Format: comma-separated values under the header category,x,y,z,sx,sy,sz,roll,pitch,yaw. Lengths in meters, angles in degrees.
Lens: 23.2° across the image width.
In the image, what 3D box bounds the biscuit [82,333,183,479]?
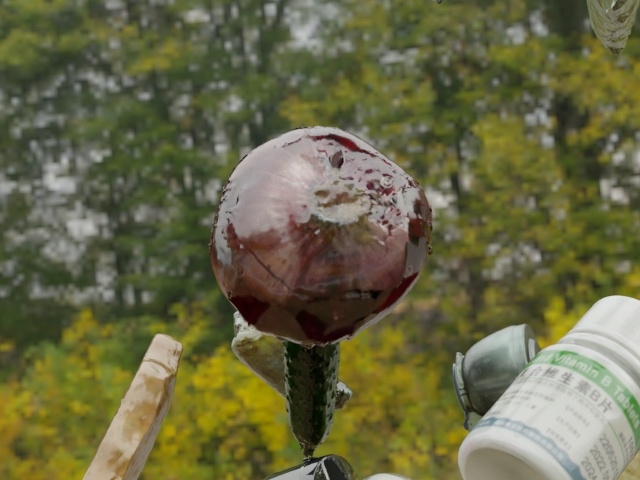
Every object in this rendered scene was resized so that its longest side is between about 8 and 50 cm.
category,x,y,z,sx,sy,sz,roll,pitch,yaw
biscuit,-0.255,0.299,1.807,0.062,0.385,0.365,26,-47,-3

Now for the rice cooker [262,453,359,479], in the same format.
category,x,y,z,sx,sy,sz,roll,pitch,yaw
rice cooker,-0.008,0.286,1.640,0.106,0.112,0.165,-21,-9,6

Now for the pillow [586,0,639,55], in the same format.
category,x,y,z,sx,sy,sz,roll,pitch,yaw
pillow,0.364,-0.392,1.930,0.076,0.281,0.274,2,-4,9

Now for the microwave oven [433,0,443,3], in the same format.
category,x,y,z,sx,sy,sz,roll,pitch,yaw
microwave oven,0.144,-0.399,1.790,0.162,0.122,0.208,31,67,37

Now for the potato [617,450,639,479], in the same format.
category,x,y,z,sx,sy,sz,roll,pitch,yaw
potato,0.421,0.286,1.993,0.285,0.243,0.242,36,14,18

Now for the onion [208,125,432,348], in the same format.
category,x,y,z,sx,sy,sz,roll,pitch,yaw
onion,0.000,0.000,1.737,0.252,0.252,0.219,-5,-22,-4

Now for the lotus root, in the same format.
category,x,y,z,sx,sy,sz,roll,pitch,yaw
lotus root,-0.036,0.157,2.014,0.088,0.192,0.113,-42,25,17

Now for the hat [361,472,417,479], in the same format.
category,x,y,z,sx,sy,sz,roll,pitch,yaw
hat,0.102,0.368,1.827,0.232,0.161,0.275,39,-10,17

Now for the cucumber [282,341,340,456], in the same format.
category,x,y,z,sx,sy,sz,roll,pitch,yaw
cucumber,-0.012,0.159,1.838,0.069,0.227,0.069,1,29,0

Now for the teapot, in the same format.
category,x,y,z,sx,sy,sz,roll,pitch,yaw
teapot,0.212,0.174,1.812,0.108,0.149,0.111,-13,31,18

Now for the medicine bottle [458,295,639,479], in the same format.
category,x,y,z,sx,sy,sz,roll,pitch,yaw
medicine bottle,0.252,0.168,1.518,0.237,0.139,0.139,-42,20,-32
